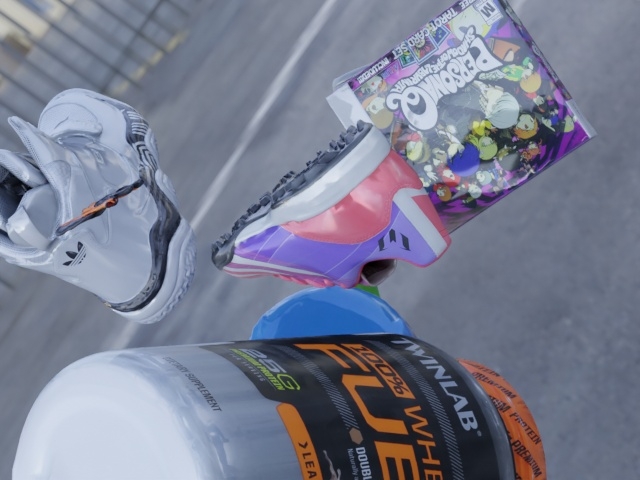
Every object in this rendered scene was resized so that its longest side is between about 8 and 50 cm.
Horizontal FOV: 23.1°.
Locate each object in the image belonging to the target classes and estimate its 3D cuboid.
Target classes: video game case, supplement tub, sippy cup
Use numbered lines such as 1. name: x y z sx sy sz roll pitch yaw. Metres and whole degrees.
1. video game case: 0.154 -0.138 1.743 0.232 0.210 0.042 -34 -4 20
2. supplement tub: -0.015 0.166 1.031 0.207 0.338 0.207 1 91 44
3. sippy cup: 0.020 0.154 1.542 0.240 0.305 0.224 -32 -22 -6

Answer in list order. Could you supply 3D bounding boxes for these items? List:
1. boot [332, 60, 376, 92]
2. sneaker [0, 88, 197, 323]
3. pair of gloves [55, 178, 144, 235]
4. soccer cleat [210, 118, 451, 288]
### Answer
1. boot: 0.151 -0.226 2.226 0.208 0.189 0.076 -33 44 39
2. sneaker: -0.270 -0.073 1.606 0.137 0.210 0.366 -50 41 16
3. pair of gloves: -0.196 -0.029 1.394 0.074 0.010 0.083 -24 10 33
4. soccer cleat: 0.000 0.000 1.278 0.108 0.116 0.318 -45 6 -23
